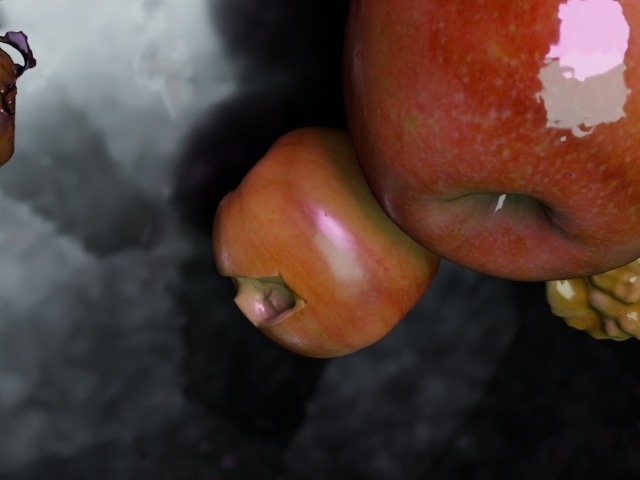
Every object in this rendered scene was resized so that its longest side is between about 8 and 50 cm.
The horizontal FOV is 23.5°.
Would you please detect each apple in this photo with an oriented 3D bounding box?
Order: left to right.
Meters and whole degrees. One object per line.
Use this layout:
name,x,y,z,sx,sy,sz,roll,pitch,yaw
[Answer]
apple,0.000,0.000,1.265,0.199,0.199,0.199,-6,111,-17
apple,0.166,-0.122,1.134,0.319,0.319,0.277,18,61,-24

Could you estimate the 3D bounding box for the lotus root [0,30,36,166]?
lotus root,-0.335,-0.103,1.133,0.241,0.123,0.124,3,79,-18

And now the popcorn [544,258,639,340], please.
popcorn,0.311,-0.044,1.362,0.225,0.174,0.285,11,95,-38
